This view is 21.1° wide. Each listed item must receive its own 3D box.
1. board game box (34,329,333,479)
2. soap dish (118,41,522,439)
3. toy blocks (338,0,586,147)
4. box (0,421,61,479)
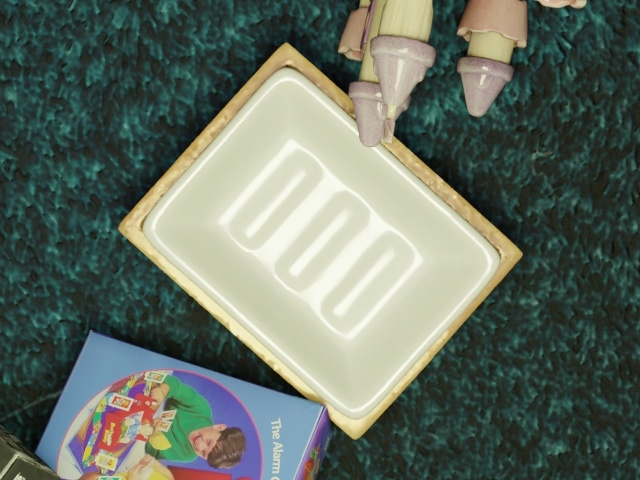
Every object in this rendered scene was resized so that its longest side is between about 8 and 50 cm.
[{"bbox_3d":[-0.159,0.276,1.498,0.233,0.078,0.347,17,66,14],"label":"board game box"},{"bbox_3d":[0.000,0.000,1.566,0.291,0.118,0.229,42,91,-2],"label":"soap dish"},{"bbox_3d":[0.049,-0.204,1.473,0.309,0.288,0.260,12,87,-5],"label":"toy blocks"},{"bbox_3d":[-0.408,0.210,1.499,0.307,0.076,0.242,35,85,33],"label":"box"}]
